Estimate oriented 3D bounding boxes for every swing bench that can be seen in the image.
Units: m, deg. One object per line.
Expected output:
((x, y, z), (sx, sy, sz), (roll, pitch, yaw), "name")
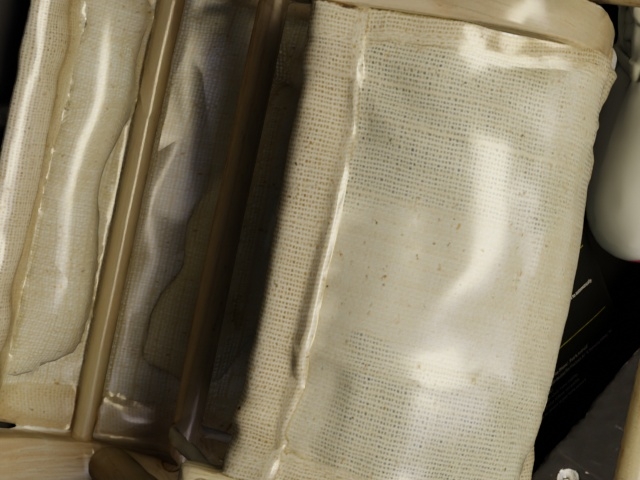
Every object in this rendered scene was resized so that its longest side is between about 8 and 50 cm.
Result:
((0.000, 0.000, 0.588), (0.165, 0.255, 0.253), (9, 95, -43), "swing bench")

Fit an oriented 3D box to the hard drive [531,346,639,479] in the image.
((0.204, 0.103, 0.806), (0.339, 0.064, 0.237), (-45, 150, -19), "hard drive")

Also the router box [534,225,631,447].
((0.063, 0.053, 0.767), (0.179, 0.046, 0.133), (-36, 118, -25), "router box")

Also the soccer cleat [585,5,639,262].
((0.190, -0.153, 0.789), (0.143, 0.116, 0.331), (33, 76, -21), "soccer cleat")
